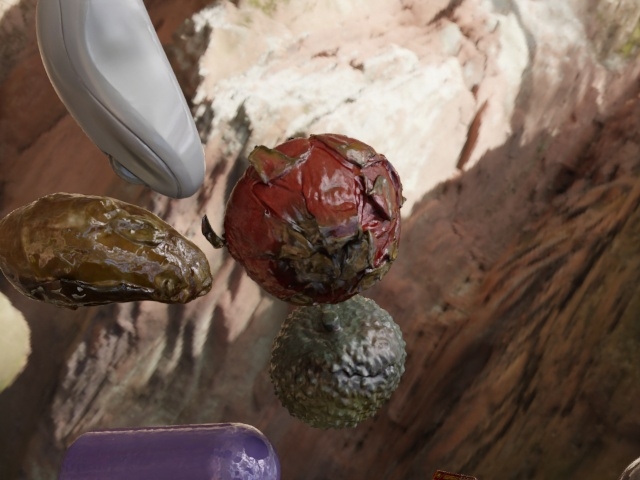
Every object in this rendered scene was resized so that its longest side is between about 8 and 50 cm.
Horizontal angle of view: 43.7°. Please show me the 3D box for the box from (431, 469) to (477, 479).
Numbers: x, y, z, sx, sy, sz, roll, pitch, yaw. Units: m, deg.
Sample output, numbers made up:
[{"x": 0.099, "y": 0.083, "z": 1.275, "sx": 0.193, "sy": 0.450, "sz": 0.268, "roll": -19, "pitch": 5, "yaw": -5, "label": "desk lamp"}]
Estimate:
[{"x": 0.240, "y": 0.430, "z": 1.387, "sx": 0.023, "sy": 0.082, "sz": 0.051, "roll": -49, "pitch": 122, "yaw": -37, "label": "box"}]

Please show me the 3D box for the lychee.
[{"x": 0.033, "y": 0.224, "z": 1.438, "sx": 0.255, "sy": 0.255, "sz": 0.274, "roll": -45, "pitch": 139, "yaw": -39, "label": "lychee"}]

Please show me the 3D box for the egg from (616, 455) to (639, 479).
[{"x": 0.401, "y": 0.318, "z": 0.892, "sx": 0.146, "sy": 0.146, "sz": 0.199, "roll": -48, "pitch": 137, "yaw": -32, "label": "egg"}]

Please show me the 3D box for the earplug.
[{"x": -0.275, "y": 0.451, "z": 1.536, "sx": 0.215, "sy": 0.456, "sz": 0.215, "roll": 30, "pitch": 53, "yaw": -50, "label": "earplug"}]

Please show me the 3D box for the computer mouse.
[{"x": -0.232, "y": -0.175, "z": 0.888, "sx": 0.121, "sy": 0.297, "sz": 0.184, "roll": -23, "pitch": -170, "yaw": -21, "label": "computer mouse"}]

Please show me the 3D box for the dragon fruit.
[{"x": 0.004, "y": -0.001, "z": 0.906, "sx": 0.224, "sy": 0.148, "sz": 0.218, "roll": 31, "pitch": 108, "yaw": -28, "label": "dragon fruit"}]

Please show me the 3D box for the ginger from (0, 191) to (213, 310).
[{"x": -0.316, "y": 0.018, "z": 1.128, "sx": 0.172, "sy": 0.321, "sz": 0.165, "roll": 86, "pitch": 17, "yaw": -63, "label": "ginger"}]
